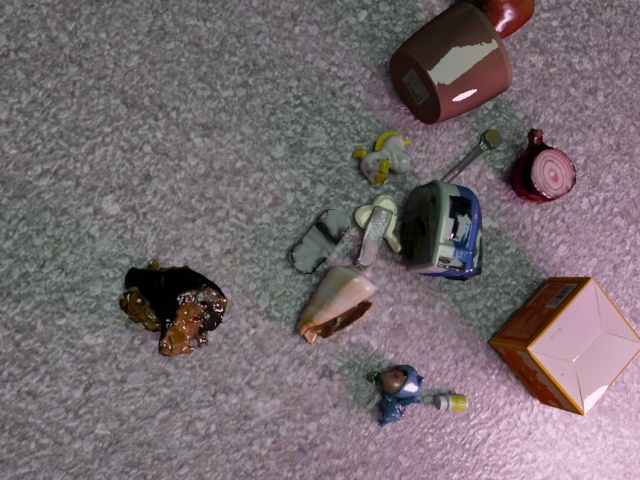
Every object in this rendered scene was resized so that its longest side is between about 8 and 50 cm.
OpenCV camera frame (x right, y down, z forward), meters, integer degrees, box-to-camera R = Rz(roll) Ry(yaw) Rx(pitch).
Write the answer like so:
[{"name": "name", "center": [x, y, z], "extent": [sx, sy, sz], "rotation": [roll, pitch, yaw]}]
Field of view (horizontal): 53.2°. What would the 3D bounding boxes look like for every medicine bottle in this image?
[{"name": "medicine bottle", "center": [0.365, 0.451, 1.779], "extent": [0.083, 0.047, 0.047], "rotation": [3, 85, -16]}]

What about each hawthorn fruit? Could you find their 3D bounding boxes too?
[{"name": "hawthorn fruit", "center": [0.527, -0.683, 1.850], "extent": [0.248, 0.208, 0.208], "rotation": [-12, 89, -32]}]

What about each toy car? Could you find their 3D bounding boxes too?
[{"name": "toy car", "center": [0.000, 0.000, 1.715], "extent": [0.095, 0.056, 0.205], "rotation": [41, 73, -8]}]

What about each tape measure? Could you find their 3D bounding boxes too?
[{"name": "tape measure", "center": [0.314, -0.026, 1.694], "extent": [0.138, 0.259, 0.262], "rotation": [6, 84, -14]}]

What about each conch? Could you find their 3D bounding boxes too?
[{"name": "conch", "center": [0.036, 0.152, 1.695], "extent": [0.255, 0.127, 0.158], "rotation": [-35, 130, 6]}]

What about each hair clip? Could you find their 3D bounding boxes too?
[{"name": "hair clip", "center": [0.157, -0.020, 1.750], "extent": [0.159, 0.071, 0.218], "rotation": [23, 79, -14]}]

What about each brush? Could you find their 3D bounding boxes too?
[{"name": "brush", "center": [0.431, -0.231, 1.861], "extent": [0.266, 0.027, 0.062], "rotation": [-43, 96, -14]}]

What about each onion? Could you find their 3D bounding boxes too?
[{"name": "onion", "center": [0.629, -0.216, 1.856], "extent": [0.195, 0.140, 0.218], "rotation": [-18, 90, -19]}]

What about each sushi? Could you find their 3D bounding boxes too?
[{"name": "sushi", "center": [-0.361, 0.154, 1.542], "extent": [0.213, 0.204, 0.200], "rotation": [18, 104, -47]}]

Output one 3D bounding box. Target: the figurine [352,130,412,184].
[{"name": "figurine", "center": [0.187, -0.235, 1.771], "extent": [0.178, 0.109, 0.129], "rotation": [-29, 71, -18]}]

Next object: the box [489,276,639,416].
[{"name": "box", "center": [0.682, 0.286, 1.792], "extent": [0.283, 0.214, 0.259], "rotation": [-42, 99, -13]}]

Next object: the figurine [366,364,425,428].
[{"name": "figurine", "center": [0.188, 0.410, 1.712], "extent": [0.145, 0.114, 0.178], "rotation": [26, 88, -10]}]

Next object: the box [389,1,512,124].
[{"name": "box", "center": [0.337, -0.462, 1.731], "extent": [0.216, 0.301, 0.301], "rotation": [-32, 94, -7]}]
